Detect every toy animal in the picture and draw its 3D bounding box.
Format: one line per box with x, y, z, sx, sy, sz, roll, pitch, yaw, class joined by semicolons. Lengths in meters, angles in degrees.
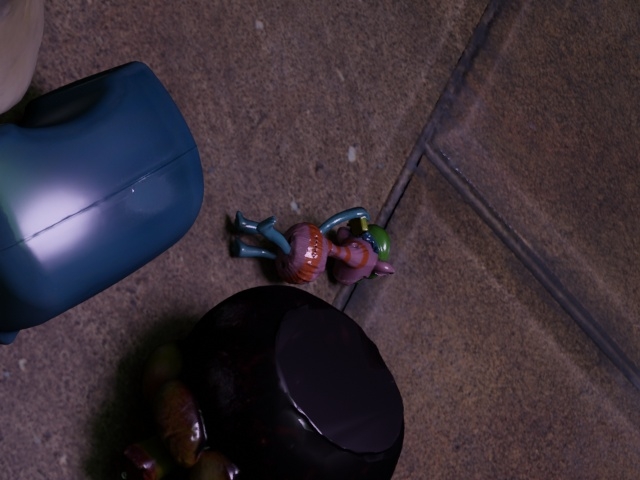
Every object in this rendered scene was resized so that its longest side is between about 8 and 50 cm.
0.000;0.000;1.902;0.208;0.103;0.100;10;26;-37;toy animal

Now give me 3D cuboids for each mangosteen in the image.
-0.058;0.185;1.694;0.287;0.233;0.288;18;59;-34;mangosteen

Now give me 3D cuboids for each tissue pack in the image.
-0.253;-0.034;1.611;0.287;0.198;0.206;-36;106;-45;tissue pack

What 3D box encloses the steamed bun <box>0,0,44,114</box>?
-0.402;-0.269;1.519;0.339;0.247;0.352;-21;94;-42;steamed bun
